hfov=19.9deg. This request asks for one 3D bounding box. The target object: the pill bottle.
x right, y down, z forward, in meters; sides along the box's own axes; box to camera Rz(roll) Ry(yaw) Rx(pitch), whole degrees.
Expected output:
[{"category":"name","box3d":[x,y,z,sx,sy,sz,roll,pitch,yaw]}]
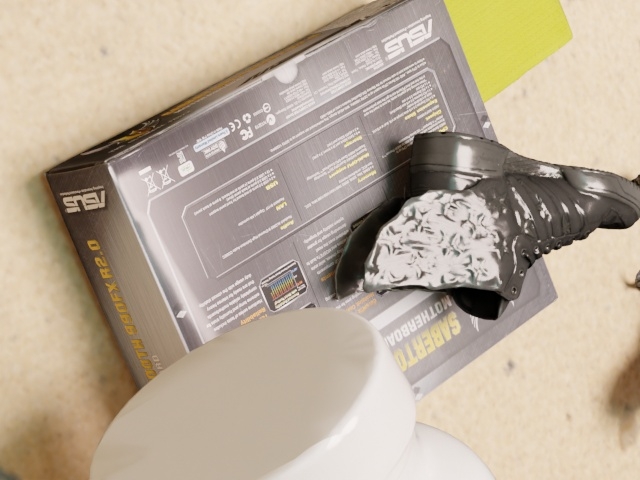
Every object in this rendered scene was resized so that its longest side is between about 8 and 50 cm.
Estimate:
[{"category":"pill bottle","box3d":[0.025,0.177,0.774,0.162,0.162,0.278,-45,119,-32]}]

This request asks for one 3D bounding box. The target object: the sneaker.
[{"category":"sneaker","box3d":[0.088,0.000,0.900,0.170,0.051,0.089,14,78,-33]}]

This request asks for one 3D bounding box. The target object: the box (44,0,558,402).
[{"category":"box","box3d":[0.000,0.000,0.896,0.231,0.056,0.183,-33,107,-36]}]

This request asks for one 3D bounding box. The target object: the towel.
[{"category":"towel","box3d":[0.056,-0.192,0.986,0.102,0.021,0.237,-36,108,-29]}]

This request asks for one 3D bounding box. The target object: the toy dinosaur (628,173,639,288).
[{"category":"toy dinosaur","box3d":[0.241,-0.008,1.089,0.268,0.064,0.118,-45,119,-35]}]
